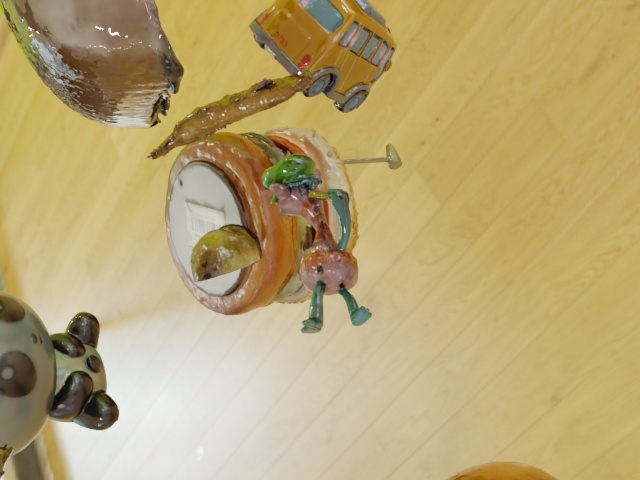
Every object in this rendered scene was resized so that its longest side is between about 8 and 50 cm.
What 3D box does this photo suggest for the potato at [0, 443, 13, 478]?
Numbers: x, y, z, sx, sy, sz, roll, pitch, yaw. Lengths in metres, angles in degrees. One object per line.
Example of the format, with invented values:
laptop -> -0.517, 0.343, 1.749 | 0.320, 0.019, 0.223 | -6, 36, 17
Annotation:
potato -> -0.400, 0.235, 0.550 | 0.301, 0.237, 0.288 | -43, 25, 31

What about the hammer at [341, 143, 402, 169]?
hammer -> 0.069, -0.169, 1.646 | 0.028, 0.195, 0.060 | 114, 144, -51

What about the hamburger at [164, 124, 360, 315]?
hamburger -> -0.101, -0.039, 1.406 | 0.330, 0.250, 0.329 | 19, 115, 47

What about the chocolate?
chocolate -> -0.131, -0.174, 0.371 | 0.161, 0.083, 0.261 | 151, 107, -77

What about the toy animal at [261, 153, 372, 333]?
toy animal -> 0.000, 0.000, 0.912 | 0.103, 0.100, 0.208 | -33, 61, 44

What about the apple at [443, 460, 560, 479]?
apple -> 0.122, 0.211, 0.418 | 0.209, 0.209, 0.164 | 27, 92, 47

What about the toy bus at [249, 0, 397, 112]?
toy bus -> 0.017, -0.265, 1.078 | 0.136, 0.209, 0.126 | -46, 70, 16

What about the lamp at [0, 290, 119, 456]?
lamp -> -0.355, 0.153, 0.909 | 0.198, 0.244, 0.197 | -10, 76, 41

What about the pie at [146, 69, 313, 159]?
pie -> -0.085, -0.133, 0.821 | 0.191, 0.088, 0.033 | -21, 97, 20

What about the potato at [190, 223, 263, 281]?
potato -> -0.140, 0.017, 1.132 | 0.096, 0.103, 0.066 | -17, 94, 9
